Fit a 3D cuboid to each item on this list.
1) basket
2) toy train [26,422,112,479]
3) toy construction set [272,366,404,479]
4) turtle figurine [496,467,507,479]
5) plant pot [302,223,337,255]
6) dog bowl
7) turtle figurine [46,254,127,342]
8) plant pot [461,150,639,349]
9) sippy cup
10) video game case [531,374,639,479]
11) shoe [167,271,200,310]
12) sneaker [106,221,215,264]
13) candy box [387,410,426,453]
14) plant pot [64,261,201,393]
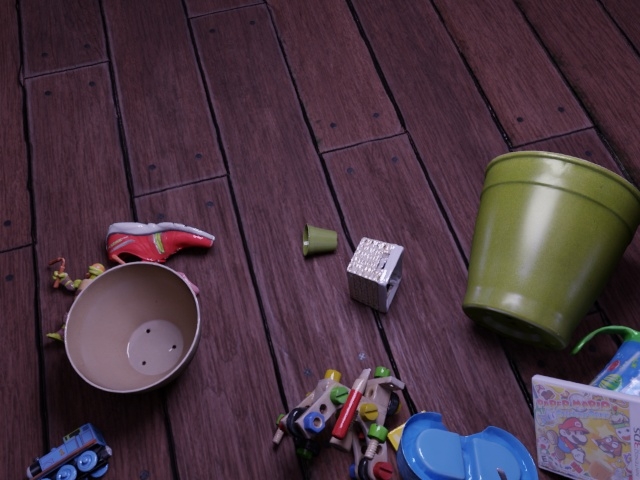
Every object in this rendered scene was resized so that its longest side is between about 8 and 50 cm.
[{"bbox_3d":[0.131,0.080,1.386,0.103,0.167,0.113,20,64,16],"label":"basket"},{"bbox_3d":[-0.538,0.477,1.233,0.184,0.080,0.105,-31,57,-13],"label":"toy train"},{"bbox_3d":[0.071,0.332,1.191,0.257,0.309,0.237,26,60,5],"label":"toy construction set"},{"bbox_3d":[0.353,0.617,1.059,0.266,0.275,0.198,29,29,-8],"label":"turtle figurine"},{"bbox_3d":[0.000,0.000,1.485,0.079,0.083,0.083,3,61,-13],"label":"plant pot"},{"bbox_3d":[0.291,0.459,1.187,0.297,0.074,0.166,16,40,-9],"label":"dog bowl"},{"bbox_3d":[-0.578,0.141,1.405,0.269,0.087,0.217,6,66,21],"label":"turtle figurine"},{"bbox_3d":[0.495,0.046,1.326,0.366,0.366,0.353,22,77,12],"label":"plant pot"},{"bbox_3d":[0.666,0.348,1.218,0.224,0.240,0.305,-34,36,-6],"label":"sippy cup"},{"bbox_3d":[0.536,0.389,1.156,0.026,0.227,0.207,-14,100,-39],"label":"video game case"},{"bbox_3d":[-0.387,0.104,1.437,0.178,0.063,0.081,34,66,11],"label":"shoe"},{"bbox_3d":[-0.405,0.018,1.477,0.278,0.107,0.119,0,80,4],"label":"sneaker"},{"bbox_3d":[0.240,0.483,1.247,0.105,0.027,0.206,-29,65,-12],"label":"candy box"},{"bbox_3d":[-0.393,0.216,1.300,0.283,0.191,0.284,0,64,1],"label":"plant pot"}]
